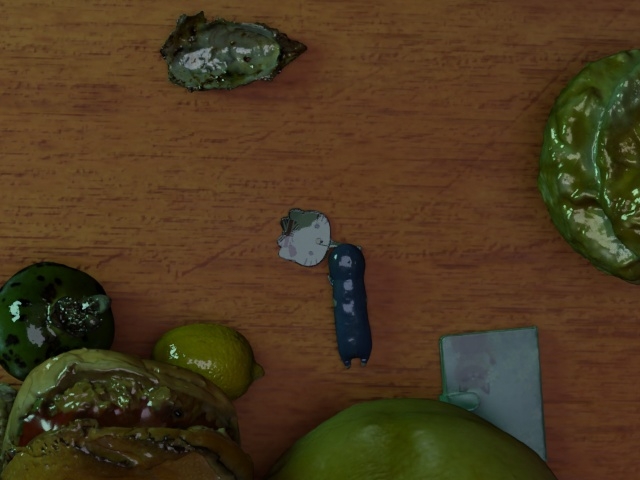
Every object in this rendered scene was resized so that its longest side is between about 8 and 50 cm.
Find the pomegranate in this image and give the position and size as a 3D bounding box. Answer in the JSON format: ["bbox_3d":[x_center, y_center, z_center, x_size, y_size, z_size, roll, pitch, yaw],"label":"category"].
[{"bbox_3d":[-0.243,0.076,1.826,0.122,0.161,0.122,7,75,-28],"label":"pomegranate"}]

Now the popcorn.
[{"bbox_3d":[0.305,-0.069,1.844,0.204,0.184,0.221,-16,85,5],"label":"popcorn"}]

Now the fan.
[{"bbox_3d":[0.000,0.000,1.911,0.083,0.004,0.056,11,97,-7],"label":"fan"}]

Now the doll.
[{"bbox_3d":[0.029,0.064,1.909,0.037,0.027,0.125,-7,102,-11],"label":"doll"}]

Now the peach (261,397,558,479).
[{"bbox_3d":[0.081,0.310,1.806,0.316,0.314,0.281,-18,129,-4],"label":"peach"}]

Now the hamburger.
[{"bbox_3d":[-0.181,0.203,1.788,0.244,0.163,0.244,0,132,0],"label":"hamburger"}]

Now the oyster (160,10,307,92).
[{"bbox_3d":[-0.085,-0.174,1.878,0.132,0.029,0.086,19,99,-9],"label":"oyster"}]

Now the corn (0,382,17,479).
[{"bbox_3d":[-0.336,0.276,1.868,0.086,0.086,0.288,8,92,-6],"label":"corn"}]

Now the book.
[{"bbox_3d":[0.168,0.156,1.933,0.103,0.017,0.135,-5,95,-5],"label":"book"}]

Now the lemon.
[{"bbox_3d":[-0.108,0.118,1.874,0.111,0.082,0.082,1,95,-9],"label":"lemon"}]
